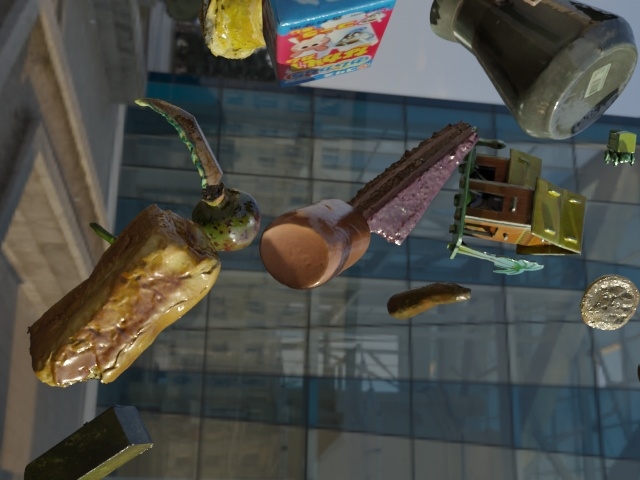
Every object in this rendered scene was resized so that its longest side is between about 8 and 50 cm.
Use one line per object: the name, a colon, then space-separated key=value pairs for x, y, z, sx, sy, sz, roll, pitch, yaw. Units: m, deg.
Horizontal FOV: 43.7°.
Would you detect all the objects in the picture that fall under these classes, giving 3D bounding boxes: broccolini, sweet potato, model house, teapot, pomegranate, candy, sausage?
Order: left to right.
broccolini: x=-0.340 y=0.021 z=1.499 sx=0.074 sy=0.201 sz=0.058 roll=-38 pitch=-168 yaw=37
pomegranate: x=-0.170 y=-0.038 z=1.429 sx=0.130 sy=0.130 sz=0.130 roll=-176 pitch=-90 yaw=-81
sausage: x=0.000 y=0.000 z=1.247 sx=0.304 sy=0.121 sz=0.121 roll=-26 pitch=123 yaw=-73
candy: x=0.004 y=-0.310 z=1.113 sx=0.306 sy=0.157 sz=0.100 roll=142 pitch=-67 yaw=-85
sweet potato: x=0.261 y=0.145 z=1.989 sx=0.273 sy=0.075 sz=0.075 roll=-23 pitch=-121 yaw=48
model house: x=0.500 y=-0.076 z=2.042 sx=0.340 sy=0.324 sz=0.300 roll=76 pitch=24 yaw=-74
teapot: x=0.376 y=-0.377 z=1.464 sx=0.344 sy=0.253 sz=0.300 roll=49 pitch=-2 yaw=29

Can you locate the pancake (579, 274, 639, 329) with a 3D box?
pancake: x=0.704 y=0.152 z=1.950 sx=0.025 sy=0.152 sz=0.151 roll=-110 pitch=-155 yaw=-68

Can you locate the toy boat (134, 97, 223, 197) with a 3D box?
toy boat: x=-0.328 y=-0.244 z=1.940 sx=0.293 sy=0.099 sz=0.108 roll=57 pitch=2 yaw=-14

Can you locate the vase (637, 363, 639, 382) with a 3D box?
vase: x=0.619 y=0.234 z=1.417 sx=0.053 sy=0.101 sz=0.053 roll=-9 pitch=90 yaw=-87

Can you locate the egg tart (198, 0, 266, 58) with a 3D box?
egg tart: x=-0.135 y=-0.508 z=1.696 sx=0.295 sy=0.116 sz=0.294 roll=-45 pitch=154 yaw=-30

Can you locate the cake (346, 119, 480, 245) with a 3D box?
cake: x=0.182 y=-0.107 z=1.504 sx=0.295 sy=0.113 sz=0.116 roll=-45 pitch=-153 yaw=3

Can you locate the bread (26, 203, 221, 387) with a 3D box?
bread: x=-0.325 y=0.104 z=1.332 sx=0.344 sy=0.149 sz=0.195 roll=-44 pitch=-149 yaw=6

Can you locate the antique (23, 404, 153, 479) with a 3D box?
antique: x=-0.411 y=0.381 z=1.393 sx=0.080 sy=0.221 sz=0.081 roll=58 pitch=7 yaw=22

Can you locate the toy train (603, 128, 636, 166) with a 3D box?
toy train: x=0.673 y=-0.208 z=1.797 sx=0.122 sy=0.050 sz=0.081 roll=-72 pitch=163 yaw=-76
